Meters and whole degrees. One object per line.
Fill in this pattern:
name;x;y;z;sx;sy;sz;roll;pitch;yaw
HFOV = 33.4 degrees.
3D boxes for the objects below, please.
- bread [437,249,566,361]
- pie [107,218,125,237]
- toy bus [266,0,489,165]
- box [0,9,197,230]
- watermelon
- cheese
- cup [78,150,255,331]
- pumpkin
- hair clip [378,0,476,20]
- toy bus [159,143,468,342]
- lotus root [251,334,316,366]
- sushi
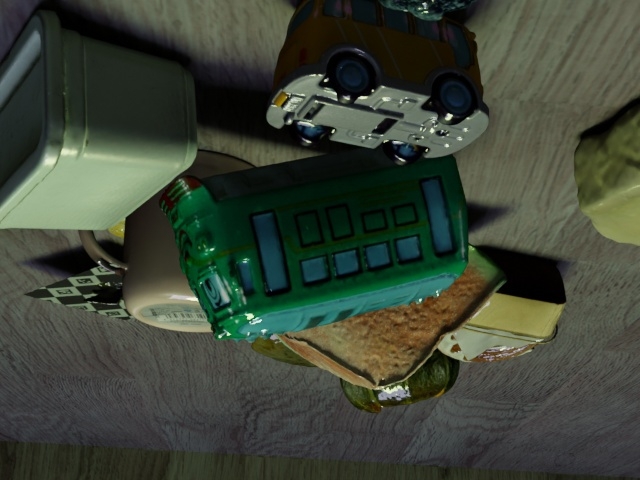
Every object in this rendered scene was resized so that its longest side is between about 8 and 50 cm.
bread;0.273;0.106;1.729;0.224;0.142;0.212;11;143;-18
pie;-0.287;-0.025;1.611;0.084;0.019;0.084;2;157;1
toy bus;0.058;-0.164;1.039;0.210;0.136;0.126;10;158;-19
box;-0.275;-0.109;1.205;0.183;0.175;0.312;6;160;-32
watermelon;0.050;0.057;1.556;0.222;0.292;0.319;42;177;-24
cheese;0.462;-0.079;1.235;0.327;0.115;0.318;-3;158;14
cup;-0.199;0.003;1.421;0.253;0.200;0.191;13;157;-22
pumpkin;0.146;0.236;2.030;0.238;0.159;0.238;-15;170;-3
hair clip;0.043;-0.274;0.705;0.206;0.194;0.310;-8;159;42
toy bus;0.000;0.000;1.262;0.344;0.199;0.183;-12;173;-19
lotus root;0.029;0.134;1.814;0.314;0.141;0.210;7;157;-13
sushi;-0.348;0.070;1.832;0.220;0.047;0.231;-19;155;34
